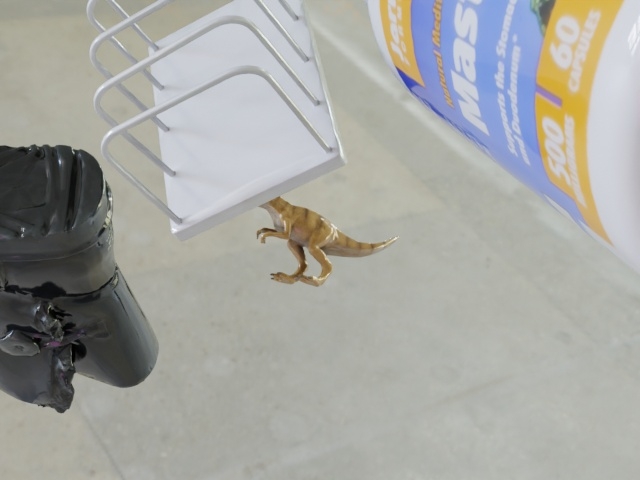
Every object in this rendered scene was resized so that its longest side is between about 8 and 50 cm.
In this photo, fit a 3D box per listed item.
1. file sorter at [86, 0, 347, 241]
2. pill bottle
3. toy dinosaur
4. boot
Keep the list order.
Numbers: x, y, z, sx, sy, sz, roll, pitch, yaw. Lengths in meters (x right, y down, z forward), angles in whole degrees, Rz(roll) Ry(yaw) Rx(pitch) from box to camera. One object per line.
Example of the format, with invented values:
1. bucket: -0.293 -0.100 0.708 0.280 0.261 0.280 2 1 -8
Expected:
1. file sorter: -0.120 -0.183 1.103 0.193 0.173 0.278 -25 53 16
2. pill bottle: 0.108 -0.096 0.432 0.152 0.152 0.272 0 24 -22
3. toy dinosaur: 0.000 0.000 1.223 0.211 0.064 0.112 25 70 -20
4. boot: -0.234 0.031 0.684 0.246 0.207 0.094 0 54 -1
